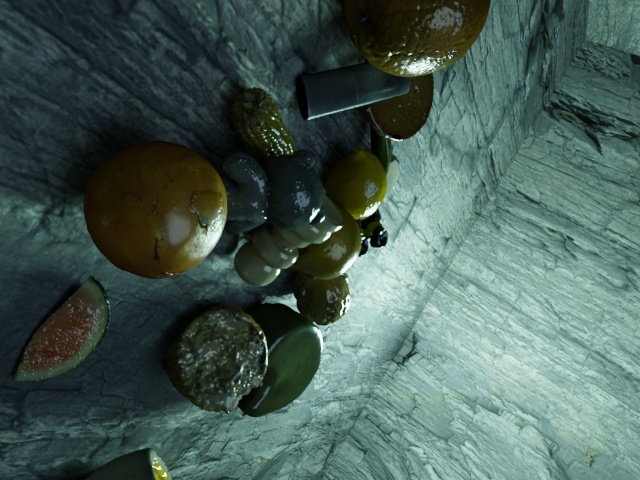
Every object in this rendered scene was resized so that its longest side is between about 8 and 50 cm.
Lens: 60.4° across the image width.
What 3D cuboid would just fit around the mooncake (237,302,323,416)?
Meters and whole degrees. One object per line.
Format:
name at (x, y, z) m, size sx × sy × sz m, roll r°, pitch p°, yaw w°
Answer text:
mooncake at (-0.154, 0.358, 1.701) m, size 0.351 × 0.187 × 0.351 m, roll -28°, pitch 131°, yaw -39°

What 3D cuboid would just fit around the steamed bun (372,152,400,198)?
steamed bun at (0.180, -0.213, 1.793) m, size 0.183 × 0.106 × 0.183 m, roll -40°, pitch 143°, yaw -39°

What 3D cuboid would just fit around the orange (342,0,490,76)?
orange at (0.215, -0.548, 1.278) m, size 0.357 × 0.322 × 0.322 m, roll -27°, pitch 141°, yaw -30°

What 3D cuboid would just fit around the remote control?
remote control at (0.094, -0.401, 1.423) m, size 0.378 × 0.044 × 0.107 m, roll -24°, pitch 110°, yaw -35°

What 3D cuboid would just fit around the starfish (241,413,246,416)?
starfish at (-0.181, 0.456, 1.923) m, size 0.299 × 0.060 × 0.302 m, roll -31°, pitch 131°, yaw -31°

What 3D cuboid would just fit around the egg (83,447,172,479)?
egg at (-0.511, 0.741, 1.351) m, size 0.340 × 0.354 × 0.354 m, roll -24°, pitch 143°, yaw -16°

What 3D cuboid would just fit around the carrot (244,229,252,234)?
carrot at (-0.158, -0.082, 1.406) m, size 0.139 × 0.048 × 0.048 m, roll -54°, pitch 154°, yaw -16°

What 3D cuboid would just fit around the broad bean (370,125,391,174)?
broad bean at (0.178, -0.340, 1.645) m, size 0.061 × 0.077 × 0.339 m, roll -16°, pitch 114°, yaw -25°

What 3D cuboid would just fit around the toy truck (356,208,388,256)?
toy truck at (0.118, -0.045, 1.848) m, size 0.224 × 0.147 × 0.165 m, roll -23°, pitch 113°, yaw -47°

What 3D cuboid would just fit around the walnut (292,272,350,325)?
walnut at (0.006, 0.173, 1.798) m, size 0.198 × 0.198 × 0.245 m, roll -45°, pitch 143°, yaw -27°

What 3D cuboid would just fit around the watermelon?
watermelon at (-0.495, 0.180, 1.085) m, size 0.245 × 0.063 × 0.119 m, roll -52°, pitch 135°, yaw -2°

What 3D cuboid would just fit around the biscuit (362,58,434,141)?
biscuit at (0.221, -0.437, 1.580) m, size 0.305 × 0.038 × 0.305 m, roll -8°, pitch 102°, yaw -39°

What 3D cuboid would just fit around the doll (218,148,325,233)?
doll at (-0.158, -0.114, 1.194) m, size 0.246 × 0.340 × 0.158 m, roll 90°, pitch -3°, yaw -49°

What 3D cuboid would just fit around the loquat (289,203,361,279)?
loquat at (0.000, 0.000, 1.562) m, size 0.244 × 0.244 × 0.244 m, roll -41°, pitch 149°, yaw -32°

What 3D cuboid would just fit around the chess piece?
chess piece at (-0.101, -0.001, 1.396) m, size 0.300 × 0.167 × 0.167 m, roll -43°, pitch 159°, yaw 18°

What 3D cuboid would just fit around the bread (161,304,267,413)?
bread at (-0.270, 0.306, 1.442) m, size 0.274 × 0.149 × 0.274 m, roll 7°, pitch 80°, yaw -40°

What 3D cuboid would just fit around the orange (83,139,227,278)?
orange at (-0.286, -0.054, 0.976) m, size 0.246 × 0.246 × 0.246 m, roll -41°, pitch 149°, yaw -32°

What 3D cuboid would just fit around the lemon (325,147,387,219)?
lemon at (0.107, -0.163, 1.628) m, size 0.187 × 0.187 × 0.244 m, roll -34°, pitch 143°, yaw -41°

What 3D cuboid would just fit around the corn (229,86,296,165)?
corn at (-0.119, -0.224, 1.256) m, size 0.115 × 0.115 × 0.318 m, roll -53°, pitch 154°, yaw -13°
